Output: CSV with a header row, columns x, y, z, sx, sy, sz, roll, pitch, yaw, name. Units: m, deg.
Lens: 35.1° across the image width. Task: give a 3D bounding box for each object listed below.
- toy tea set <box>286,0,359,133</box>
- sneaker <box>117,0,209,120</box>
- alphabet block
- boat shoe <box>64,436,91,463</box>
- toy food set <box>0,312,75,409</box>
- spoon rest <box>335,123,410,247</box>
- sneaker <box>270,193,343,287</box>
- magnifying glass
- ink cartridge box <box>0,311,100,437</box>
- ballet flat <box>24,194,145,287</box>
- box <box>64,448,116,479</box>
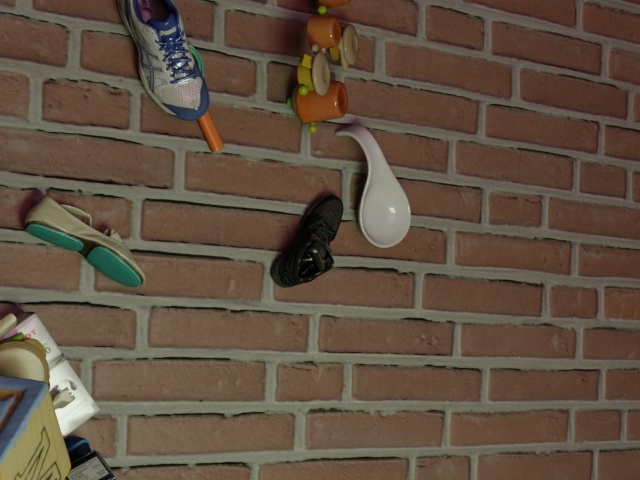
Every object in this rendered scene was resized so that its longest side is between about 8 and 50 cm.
x,y,z,sx,sy,sz,roll,pitch,yaw,name
-0.009,-0.397,2.101,0.200,0.124,0.336,61,36,-52,toy tea set
-0.296,-0.364,1.896,0.111,0.131,0.297,-29,96,-17,sneaker
-0.533,0.348,1.608,0.193,0.192,0.197,-67,158,-51,alphabet block
-0.509,0.442,1.777,0.258,0.109,0.089,-25,104,-27,boat shoe
-0.520,0.227,1.716,0.132,0.038,0.192,-37,111,-19,toy food set
0.116,-0.117,2.176,0.137,0.084,0.277,-26,101,-28,spoon rest
0.000,0.000,2.079,0.087,0.130,0.228,46,65,-23,sneaker
-0.249,-0.285,2.001,0.092,0.026,0.231,-30,104,-28,magnifying glass
-0.519,0.256,1.785,0.158,0.092,0.218,-37,104,-26,ink cartridge box
-0.421,-0.004,1.863,0.248,0.086,0.086,33,73,-25,ballet flat
-0.485,0.529,1.732,0.307,0.076,0.243,-28,139,-28,box
